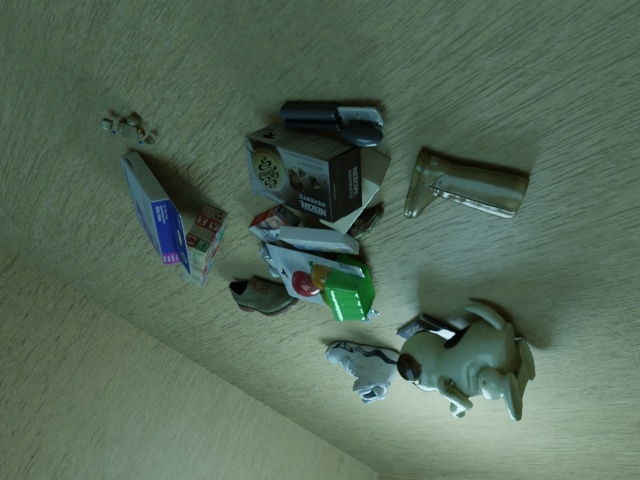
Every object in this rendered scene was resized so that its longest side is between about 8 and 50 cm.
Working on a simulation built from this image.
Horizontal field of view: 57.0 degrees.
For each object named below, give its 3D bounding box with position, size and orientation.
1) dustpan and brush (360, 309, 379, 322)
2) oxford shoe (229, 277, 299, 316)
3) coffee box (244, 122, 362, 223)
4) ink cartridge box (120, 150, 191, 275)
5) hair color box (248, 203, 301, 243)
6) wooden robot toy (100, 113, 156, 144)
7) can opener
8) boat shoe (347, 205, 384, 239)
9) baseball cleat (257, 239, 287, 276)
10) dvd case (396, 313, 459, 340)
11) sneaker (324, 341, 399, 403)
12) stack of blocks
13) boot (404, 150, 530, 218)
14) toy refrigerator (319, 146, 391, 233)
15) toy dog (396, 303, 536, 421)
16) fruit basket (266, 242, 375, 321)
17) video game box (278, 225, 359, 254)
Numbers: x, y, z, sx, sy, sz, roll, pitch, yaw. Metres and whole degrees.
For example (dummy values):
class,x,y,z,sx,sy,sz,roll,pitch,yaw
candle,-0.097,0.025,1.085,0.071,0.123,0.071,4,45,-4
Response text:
class,x,y,z,sx,sy,sz,roll,pitch,yaw
dustpan and brush,0.153,0.263,2.189,0.147,0.060,0.211,39,146,-23
oxford shoe,-0.231,0.214,2.323,0.348,0.123,0.130,-7,131,39
coffee box,-0.045,-0.176,1.496,0.297,0.119,0.168,23,131,37
ink cartridge box,-0.546,-0.076,1.961,0.330,0.071,0.324,51,153,31
hair color box,-0.153,-0.052,1.936,0.093,0.053,0.167,39,144,-22
wooden robot toy,-0.573,-0.351,1.787,0.173,0.076,0.079,22,113,5
can opener,0.023,-0.291,1.436,0.280,0.093,0.074,12,147,28
boat shoe,0.125,-0.056,1.731,0.060,0.064,0.178,30,151,-13
baseball cleat,-0.152,0.061,2.106,0.109,0.072,0.206,0,148,12
dvd case,0.400,0.348,2.191,0.164,0.018,0.221,28,148,-6
sneaker,0.152,0.552,2.477,0.366,0.210,0.137,0,141,34
stack of blocks,-0.421,0.024,2.117,0.087,0.171,0.297,25,149,-1
boot,0.355,-0.103,1.487,0.269,0.089,0.236,17,148,9
toy refrigerator,0.086,-0.134,1.606,0.094,0.102,0.269,28,149,-5
toy dog,0.459,0.415,1.990,0.408,0.284,0.395,-10,120,35
fruit basket,0.009,0.134,2.035,0.353,0.165,0.327,18,149,28
video game box,0.000,0.000,1.825,0.205,0.048,0.187,5,168,19
